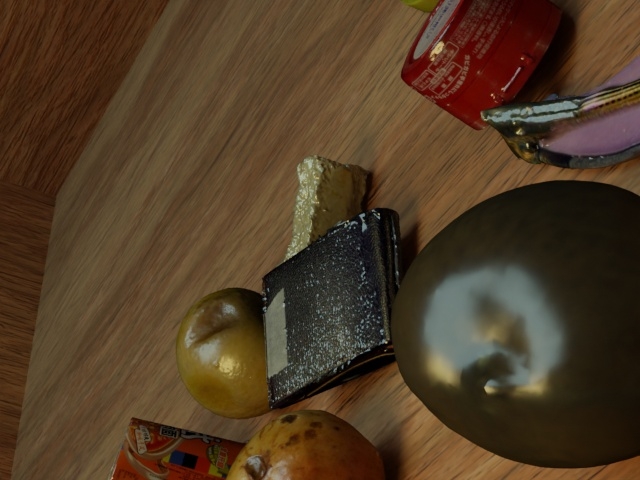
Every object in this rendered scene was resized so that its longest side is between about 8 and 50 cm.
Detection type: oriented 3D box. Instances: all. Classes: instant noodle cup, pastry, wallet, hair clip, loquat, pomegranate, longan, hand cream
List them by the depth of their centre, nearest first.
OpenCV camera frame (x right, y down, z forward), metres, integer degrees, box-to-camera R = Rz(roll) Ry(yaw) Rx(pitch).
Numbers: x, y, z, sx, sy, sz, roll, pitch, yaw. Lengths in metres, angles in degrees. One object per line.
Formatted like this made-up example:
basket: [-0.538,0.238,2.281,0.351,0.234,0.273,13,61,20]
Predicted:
longan: [0.225,0.079,1.377,0.350,0.288,0.288,10,82,58]
hair clip: [0.309,-0.142,1.637,0.110,0.095,0.359,-44,18,-27]
hand cream: [0.199,-0.247,1.840,0.193,0.125,0.193,-54,11,15]
pomegranate: [-0.013,0.331,1.877,0.215,0.215,0.215,-52,28,43]
wallet: [0.020,0.099,2.059,0.262,0.071,0.220,-29,54,36]
pastry: [-0.005,-0.004,2.221,0.089,0.121,0.258,-1,72,64]
loquat: [-0.124,0.171,2.274,0.213,0.213,0.213,-52,28,43]
instant noodle cup: [-0.240,0.401,2.306,0.250,0.192,0.250,-160,90,-84]

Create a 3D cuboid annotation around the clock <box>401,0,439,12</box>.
clock: [0.182,-0.485,2.220,0.293,0.071,0.277,15,87,69]
